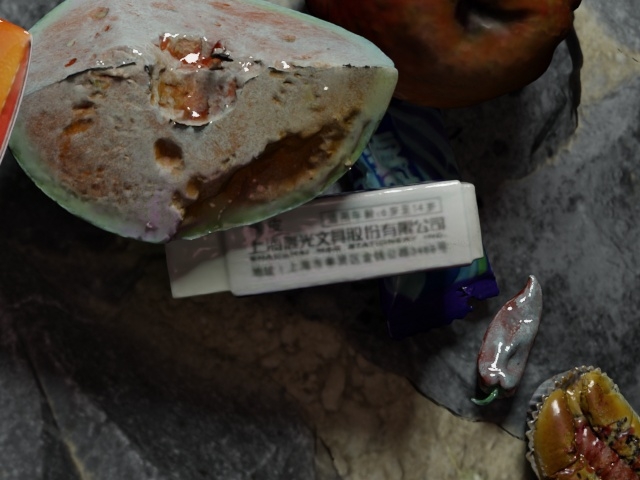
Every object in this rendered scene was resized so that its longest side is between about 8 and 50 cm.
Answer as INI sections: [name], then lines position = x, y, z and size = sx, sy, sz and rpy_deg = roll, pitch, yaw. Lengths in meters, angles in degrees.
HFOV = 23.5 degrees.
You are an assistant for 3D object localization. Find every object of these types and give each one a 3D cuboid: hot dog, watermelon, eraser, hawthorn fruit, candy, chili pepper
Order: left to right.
[watermelon]
position = -0.116, -0.110, 1.320
size = 0.322, 0.188, 0.175
rpy_deg = 5, 117, -12
[eraser]
position = 0.000, 0.000, 1.394
size = 0.279, 0.124, 0.081
rpy_deg = -8, 92, -2
[candy]
position = 0.082, -0.047, 1.507
size = 0.145, 0.070, 0.275
rpy_deg = -19, 90, -29
[hawthorn fruit]
position = 0.118, -0.253, 1.445
size = 0.262, 0.258, 0.258
rpy_deg = 33, 74, 8
[chili pepper]
position = 0.190, 0.105, 1.553
size = 0.050, 0.041, 0.153
rpy_deg = 44, 54, -35
[hot dog]
position = 0.301, 0.252, 1.570
size = 0.144, 0.075, 0.268
rpy_deg = -43, 105, -21

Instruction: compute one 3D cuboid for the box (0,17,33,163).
[box]
position = -0.405, -0.034, 1.155
size = 0.257, 0.349, 0.318
rpy_deg = 22, 77, -19
